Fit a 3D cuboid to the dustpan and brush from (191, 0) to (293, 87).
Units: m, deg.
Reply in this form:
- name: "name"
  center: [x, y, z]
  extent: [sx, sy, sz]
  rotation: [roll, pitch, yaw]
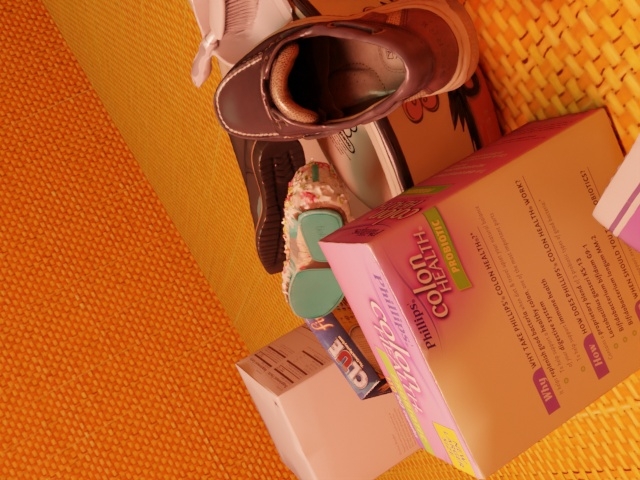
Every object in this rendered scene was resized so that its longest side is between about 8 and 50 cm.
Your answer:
- name: "dustpan and brush"
  center: [-0.101, -0.220, 0.874]
  extent: [0.147, 0.060, 0.211]
  rotation: [58, 162, 10]

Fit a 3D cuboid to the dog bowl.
- name: "dog bowl"
  center: [0.042, -0.132, 0.960]
  extent: [0.408, 0.150, 0.408]
  rotation: [52, 160, 28]

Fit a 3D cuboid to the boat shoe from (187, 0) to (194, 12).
- name: "boat shoe"
  center: [-0.129, -0.389, 1.118]
  extent: [0.098, 0.109, 0.302]
  rotation: [40, 148, 51]

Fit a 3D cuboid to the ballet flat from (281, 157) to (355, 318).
- name: "ballet flat"
  center: [0.000, 0.000, 0.934]
  extent: [0.241, 0.091, 0.077]
  rotation: [98, 170, -56]

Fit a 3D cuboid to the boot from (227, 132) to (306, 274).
- name: "boot"
  center: [-0.066, -0.072, 1.009]
  extent: [0.137, 0.076, 0.198]
  rotation: [50, 147, 44]

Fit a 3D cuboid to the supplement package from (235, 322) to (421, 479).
- name: "supplement package"
  center: [0.047, 0.229, 1.316]
  extent: [0.198, 0.262, 0.199]
  rotation: [17, 133, 66]

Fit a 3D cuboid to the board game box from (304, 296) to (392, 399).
- name: "board game box"
  center: [0.089, 0.115, 1.114]
  extent: [0.042, 0.243, 0.165]
  rotation: [-51, 61, 26]

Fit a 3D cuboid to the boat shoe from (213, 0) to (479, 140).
- name: "boat shoe"
  center: [-0.006, -0.135, 0.712]
  extent: [0.285, 0.092, 0.103]
  rotation: [-2, 107, 45]

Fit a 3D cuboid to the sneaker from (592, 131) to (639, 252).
- name: "sneaker"
  center: [0.283, -0.048, 0.524]
  extent: [0.161, 0.102, 0.282]
  rotation: [46, 165, 22]

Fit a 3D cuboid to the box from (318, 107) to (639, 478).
- name: "box"
  center: [0.160, 0.038, 0.735]
  extent: [0.214, 0.242, 0.117]
  rotation: [63, 162, -10]
